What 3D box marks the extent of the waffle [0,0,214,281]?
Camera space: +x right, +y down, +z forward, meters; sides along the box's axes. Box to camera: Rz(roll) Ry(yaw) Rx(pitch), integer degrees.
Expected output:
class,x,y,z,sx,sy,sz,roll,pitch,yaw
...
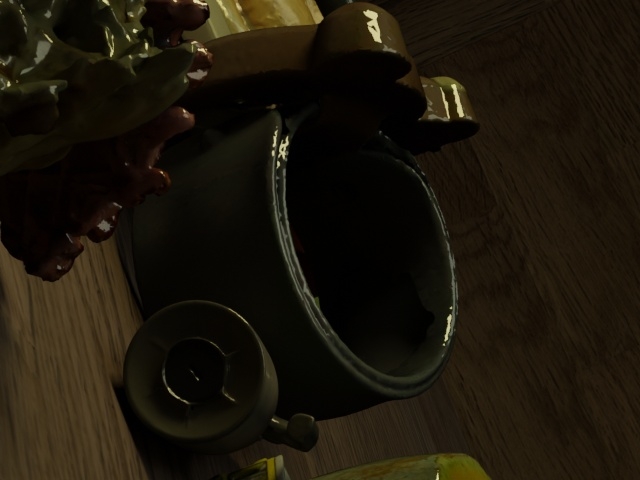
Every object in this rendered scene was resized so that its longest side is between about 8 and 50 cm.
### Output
class,x,y,z,sx,sy,sz,roll,pitch,yaw
waffle,-0.153,-0.104,1.227,0.055,0.234,0.221,16,39,-43

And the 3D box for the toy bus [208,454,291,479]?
class,x,y,z,sx,sy,sz,roll,pitch,yaw
toy bus,-0.016,0.280,1.499,0.081,0.074,0.226,-94,159,-71

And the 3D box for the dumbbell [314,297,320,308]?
class,x,y,z,sx,sy,sz,roll,pitch,yaw
dumbbell,-0.014,0.063,2.174,0.302,0.108,0.121,-91,155,-75

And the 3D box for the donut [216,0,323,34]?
class,x,y,z,sx,sy,sz,roll,pitch,yaw
donut,-0.081,-0.225,2.321,0.449,0.198,0.449,62,7,-13

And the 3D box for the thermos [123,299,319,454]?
class,x,y,z,sx,sy,sz,roll,pitch,yaw
thermos,-0.066,0.124,1.484,0.137,0.105,0.193,21,-11,12

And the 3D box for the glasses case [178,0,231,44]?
class,x,y,z,sx,sy,sz,roll,pitch,yaw
glasses case,-0.140,-0.220,2.017,0.131,0.070,0.313,-99,167,-61

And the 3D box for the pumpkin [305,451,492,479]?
class,x,y,z,sx,sy,sz,roll,pitch,yaw
pumpkin,0.065,0.305,1.293,0.332,0.199,0.332,51,30,-44

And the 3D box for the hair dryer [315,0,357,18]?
class,x,y,z,sx,sy,sz,roll,pitch,yaw
hair dryer,0.011,-0.309,2.333,0.195,0.050,0.173,-94,160,-74

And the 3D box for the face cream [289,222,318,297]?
class,x,y,z,sx,sy,sz,roll,pitch,yaw
face cream,-0.021,-0.052,1.963,0.096,0.096,0.214,58,32,-48

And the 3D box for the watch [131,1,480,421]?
class,x,y,z,sx,sy,sz,roll,pitch,yaw
watch,0.000,0.000,1.703,0.335,0.314,0.327,15,64,-55

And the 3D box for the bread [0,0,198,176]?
class,x,y,z,sx,sy,sz,roll,pitch,yaw
bread,-0.174,-0.211,1.106,0.370,0.314,0.191,63,-4,23
